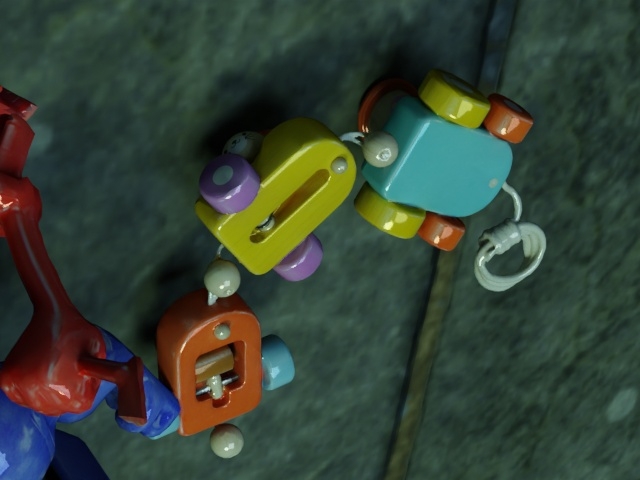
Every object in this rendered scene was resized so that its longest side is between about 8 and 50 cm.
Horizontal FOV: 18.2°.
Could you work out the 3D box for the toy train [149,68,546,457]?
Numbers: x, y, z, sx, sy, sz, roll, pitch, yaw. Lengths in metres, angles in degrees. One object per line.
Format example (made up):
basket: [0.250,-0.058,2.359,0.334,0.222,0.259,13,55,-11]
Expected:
toy train: [0.000,0.000,0.708,0.166,0.046,0.125,-25,135,-20]

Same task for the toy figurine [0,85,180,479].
toy figurine: [-0.137,0.139,0.598,0.362,0.191,0.217,-52,144,6]
